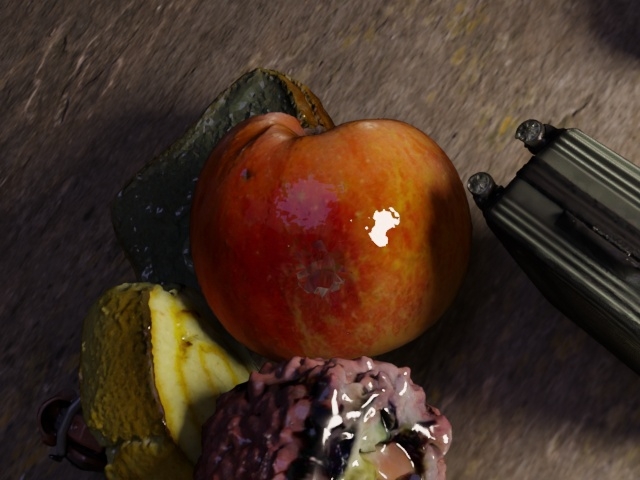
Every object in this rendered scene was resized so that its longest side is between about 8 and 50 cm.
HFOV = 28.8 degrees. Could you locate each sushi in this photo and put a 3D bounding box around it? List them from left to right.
[{"bbox_3d":[0.013,0.234,1.121,0.171,0.236,0.270,-15,50,56],"label":"sushi"}]

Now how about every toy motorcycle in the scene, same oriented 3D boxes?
[{"bbox_3d":[-0.232,0.220,1.370,0.212,0.118,0.084,17,81,40],"label":"toy motorcycle"}]

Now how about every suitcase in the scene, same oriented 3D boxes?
[{"bbox_3d":[0.282,0.031,1.088,0.128,0.202,0.312,-46,46,0],"label":"suitcase"}]

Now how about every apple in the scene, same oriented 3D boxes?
[{"bbox_3d":[0.000,0.000,1.229,0.293,0.251,0.163,-7,11,10],"label":"apple"}]

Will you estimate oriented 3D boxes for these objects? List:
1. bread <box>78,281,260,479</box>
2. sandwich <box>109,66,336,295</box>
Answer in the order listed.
[{"bbox_3d":[-0.143,0.160,1.275,0.124,0.186,0.257,-38,68,29],"label":"bread"},{"bbox_3d":[-0.098,-0.039,1.441,0.301,0.099,0.271,-42,52,15],"label":"sandwich"}]
